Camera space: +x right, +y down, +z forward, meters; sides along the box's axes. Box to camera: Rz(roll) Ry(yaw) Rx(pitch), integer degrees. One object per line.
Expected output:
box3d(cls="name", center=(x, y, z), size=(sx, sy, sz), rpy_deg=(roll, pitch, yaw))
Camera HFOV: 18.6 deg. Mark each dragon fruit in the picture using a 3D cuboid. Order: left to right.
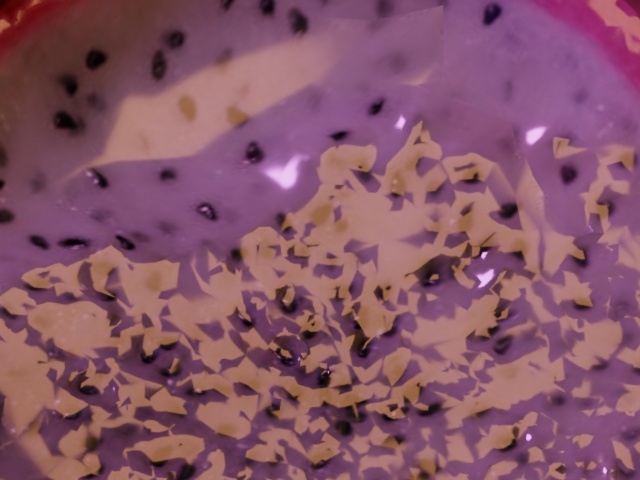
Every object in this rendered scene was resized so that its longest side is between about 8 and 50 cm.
box3d(cls="dragon fruit", center=(0.000, 0.000, 0.592), size=(0.291, 0.189, 0.290), rpy_deg=(-2, 114, -4))
